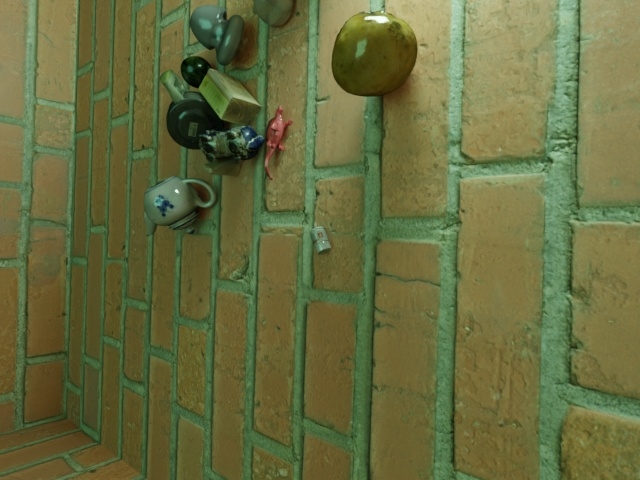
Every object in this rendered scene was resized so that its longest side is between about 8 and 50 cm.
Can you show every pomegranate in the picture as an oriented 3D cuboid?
[{"bbox_3d":[0.163,-0.555,1.305,0.260,0.260,0.260,-1,88,41],"label":"pomegranate"}]

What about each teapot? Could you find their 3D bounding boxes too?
[{"bbox_3d":[-0.673,-0.150,2.037,0.424,0.252,0.280,-25,107,15],"label":"teapot"},{"bbox_3d":[-0.600,-0.577,1.935,0.239,0.322,0.239,-48,40,22],"label":"teapot"}]

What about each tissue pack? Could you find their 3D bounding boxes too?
[{"bbox_3d":[-0.382,-0.599,1.832,0.125,0.159,0.234,-53,58,26],"label":"tissue pack"}]

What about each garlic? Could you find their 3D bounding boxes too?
[{"bbox_3d":[-0.208,-0.957,1.709,0.178,0.143,0.229,-39,73,31],"label":"garlic"}]

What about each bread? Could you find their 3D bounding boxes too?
[{"bbox_3d":[-0.415,-0.337,1.863,0.077,0.152,0.105,38,118,34],"label":"bread"}]

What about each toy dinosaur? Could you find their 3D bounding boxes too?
[{"bbox_3d":[-0.200,-0.398,1.744,0.139,0.070,0.286,34,114,47],"label":"toy dinosaur"}]

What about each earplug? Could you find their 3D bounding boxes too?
[{"bbox_3d":[-0.436,-0.893,1.876,0.325,0.175,0.214,47,119,31],"label":"earplug"}]

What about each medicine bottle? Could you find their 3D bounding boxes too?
[{"bbox_3d":[0.000,0.000,1.556,0.057,0.057,0.089,-34,68,35],"label":"medicine bottle"}]

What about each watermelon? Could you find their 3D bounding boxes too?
[{"bbox_3d":[-0.559,-0.768,2.003,0.187,0.141,0.140,41,115,29],"label":"watermelon"}]

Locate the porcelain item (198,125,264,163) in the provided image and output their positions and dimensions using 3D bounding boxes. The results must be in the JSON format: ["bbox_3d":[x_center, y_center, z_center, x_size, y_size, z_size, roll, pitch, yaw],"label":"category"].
[{"bbox_3d":[-0.368,-0.409,1.823,0.288,0.186,0.137,4,117,29],"label":"porcelain item"}]
